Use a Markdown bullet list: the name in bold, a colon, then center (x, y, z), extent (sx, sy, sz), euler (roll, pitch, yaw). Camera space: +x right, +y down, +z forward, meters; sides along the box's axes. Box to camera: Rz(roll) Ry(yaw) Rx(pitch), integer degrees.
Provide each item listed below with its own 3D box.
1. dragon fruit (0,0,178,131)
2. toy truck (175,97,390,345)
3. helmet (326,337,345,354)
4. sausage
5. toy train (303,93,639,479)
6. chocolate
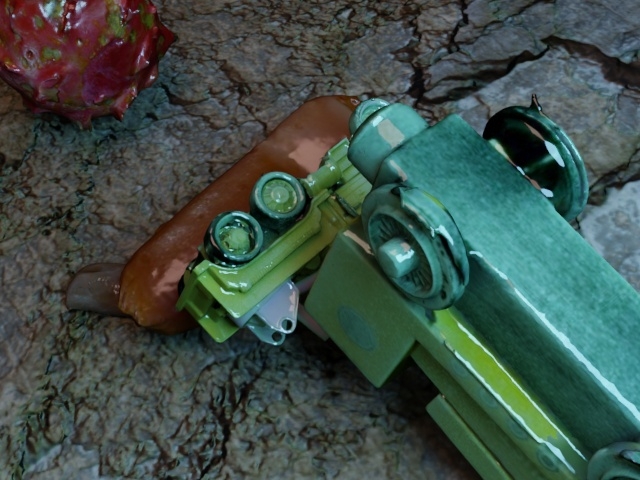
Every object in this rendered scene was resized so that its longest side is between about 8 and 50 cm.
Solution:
- **dragon fruit**: center (-0.298, -0.252, 1.103), extent (0.210, 0.268, 0.205), euler (28, 79, 32)
- **toy truck**: center (0.000, -0.004, 0.862), extent (0.135, 0.128, 0.259), euler (44, 62, 3)
- **helmet**: center (0.043, 0.071, 0.888), extent (0.089, 0.057, 0.111), euler (15, 51, 28)
- **sausage**: center (-0.064, -0.029, 0.976), extent (0.097, 0.094, 0.348), euler (37, 63, 21)
- **toy train**: center (0.154, 0.086, 0.670), extent (0.160, 0.253, 0.397), euler (-35, 74, -27)
- **chocolate**: center (-0.214, 0.042, 0.984), extent (0.100, 0.031, 0.065), euler (6, 46, 18)
